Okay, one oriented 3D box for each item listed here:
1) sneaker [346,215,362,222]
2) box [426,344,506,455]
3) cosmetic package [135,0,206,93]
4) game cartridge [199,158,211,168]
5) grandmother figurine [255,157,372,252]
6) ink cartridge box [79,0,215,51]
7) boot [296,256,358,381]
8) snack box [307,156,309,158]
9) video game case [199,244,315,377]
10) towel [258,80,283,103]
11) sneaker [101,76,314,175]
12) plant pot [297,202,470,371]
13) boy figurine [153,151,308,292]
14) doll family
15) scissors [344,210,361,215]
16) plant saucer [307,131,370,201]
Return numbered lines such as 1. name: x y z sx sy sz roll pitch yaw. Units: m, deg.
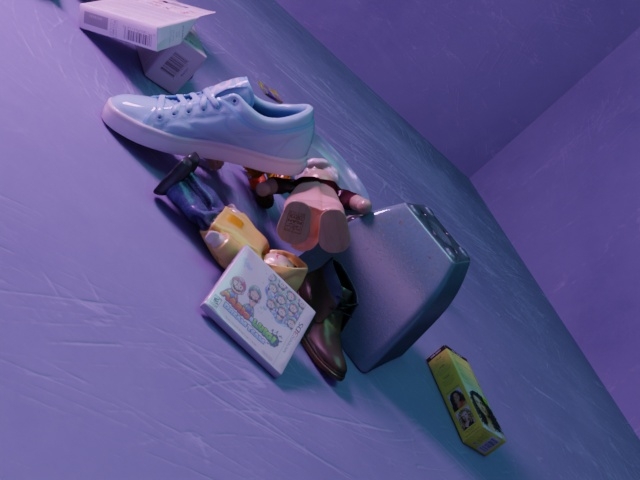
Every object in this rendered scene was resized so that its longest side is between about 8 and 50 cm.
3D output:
1. sneaker: 0.140 0.033 1.857 0.222 0.083 0.118 43 18 -15
2. box: 0.298 0.325 1.639 0.087 0.058 0.232 35 21 -34
3. cosmetic package: -0.331 -0.431 1.708 0.085 0.117 0.231 33 24 -41
4. game cartridge: -0.233 -0.166 1.531 0.083 0.017 0.056 23 33 -52
5. grandmother figurine: -0.014 -0.074 1.442 0.207 0.104 0.342 21 17 -3
6. ink cartridge box: -0.344 -0.444 1.601 0.181 0.056 0.224 19 26 15
7. boot: 0.017 0.125 1.335 0.082 0.106 0.219 29 25 -44
8. snack box: -0.071 -0.162 1.814 0.022 0.064 0.178 48 17 -3
9. video game case: -0.089 0.103 1.187 0.157 0.019 0.143 45 42 -13
10. towel: -0.145 -0.430 2.308 0.083 0.009 0.060 23 31 -53
11. sneaker: -0.184 -0.226 1.374 0.366 0.150 0.135 9 26 -19
12. plant pot: 0.135 0.061 1.509 0.247 0.252 0.248 51 18 14
13. boy figurine: -0.141 -0.011 1.292 0.285 0.092 0.177 44 15 -3
14. doll family: -0.135 -0.166 1.550 0.263 0.118 0.163 37 21 -50
15. scissors: 0.003 -0.059 1.583 0.109 0.021 0.297 37 -13 -9
16. plant saucer: 0.007 -0.197 2.109 0.317 0.043 0.317 42 18 -18
